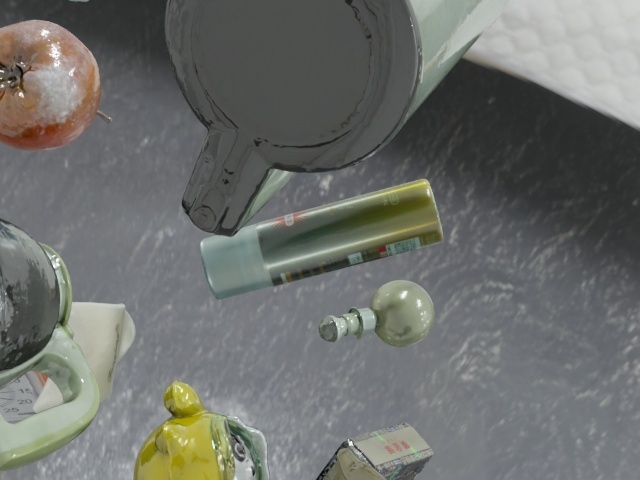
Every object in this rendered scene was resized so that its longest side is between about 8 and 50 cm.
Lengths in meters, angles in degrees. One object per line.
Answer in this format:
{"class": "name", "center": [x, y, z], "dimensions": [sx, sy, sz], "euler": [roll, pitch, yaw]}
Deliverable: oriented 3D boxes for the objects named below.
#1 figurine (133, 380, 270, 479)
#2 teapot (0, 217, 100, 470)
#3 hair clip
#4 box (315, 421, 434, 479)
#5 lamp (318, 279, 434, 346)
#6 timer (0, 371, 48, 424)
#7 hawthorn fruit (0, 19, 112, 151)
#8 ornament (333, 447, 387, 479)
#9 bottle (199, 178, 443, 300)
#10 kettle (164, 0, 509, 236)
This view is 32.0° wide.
{"class": "figurine", "center": [-0.215, 0.408, 1.949], "dimensions": [0.232, 0.340, 0.323], "euler": [-7, 80, 9]}
{"class": "teapot", "center": [-0.390, 0.090, 1.350], "dimensions": [0.322, 0.239, 0.239], "euler": [29, 14, 26]}
{"class": "hair clip", "center": [-0.370, 0.172, 1.798], "dimensions": [0.113, 0.282, 0.172], "euler": [10, 95, -4]}
{"class": "box", "center": [0.044, 0.467, 1.964], "dimensions": [0.084, 0.310, 0.198], "euler": [46, 25, 26]}
{"class": "lamp", "center": [0.071, 0.106, 1.493], "dimensions": [0.163, 0.091, 0.091], "euler": [-11, 61, -24]}
{"class": "timer", "center": [-0.580, 0.228, 1.879], "dimensions": [0.258, 0.250, 0.161], "euler": [-4, 74, -2]}
{"class": "hawthorn fruit", "center": [-0.514, -0.268, 1.994], "dimensions": [0.235, 0.263, 0.231], "euler": [44, 66, -4]}
{"class": "ornament", "center": [0.113, 0.382, 1.407], "dimensions": [0.230, 0.244, 0.061], "euler": [6, 28, 42]}
{"class": "bottle", "center": [0.000, 0.000, 1.347], "dimensions": [0.286, 0.082, 0.082], "euler": [-15, 60, 2]}
{"class": "kettle", "center": [0.006, -0.194, 1.064], "dimensions": [0.250, 0.361, 0.376], "euler": [35, 34, 1]}
